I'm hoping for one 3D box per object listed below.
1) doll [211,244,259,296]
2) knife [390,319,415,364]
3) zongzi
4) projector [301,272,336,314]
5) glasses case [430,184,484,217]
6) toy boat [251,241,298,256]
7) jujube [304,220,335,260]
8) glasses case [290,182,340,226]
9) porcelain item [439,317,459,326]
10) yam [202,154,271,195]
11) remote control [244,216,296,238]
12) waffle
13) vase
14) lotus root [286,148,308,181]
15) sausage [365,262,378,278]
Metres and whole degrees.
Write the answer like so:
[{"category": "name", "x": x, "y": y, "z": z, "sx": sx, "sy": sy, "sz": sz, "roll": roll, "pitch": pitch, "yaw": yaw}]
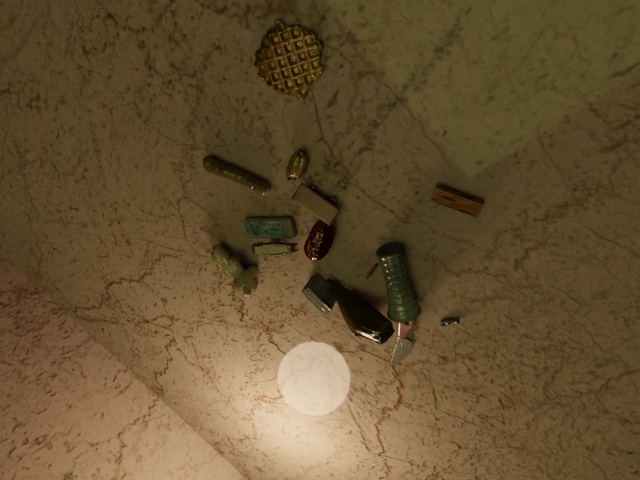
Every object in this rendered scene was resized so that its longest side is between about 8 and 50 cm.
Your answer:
[{"category": "doll", "x": -0.386, "y": 0.129, "z": 2.223, "sx": 0.149, "sy": 0.175, "sz": 0.278, "roll": -44, "pitch": 89, "yaw": 1}, {"category": "knife", "x": 0.365, "y": 0.442, "z": 2.137, "sx": 0.081, "sy": 0.043, "sz": 0.336, "roll": 11, "pitch": 132, "yaw": 10}, {"category": "zongzi", "x": 0.158, "y": 0.280, "z": 2.008, "sx": 0.289, "sy": 0.123, "sz": 0.260, "roll": 59, "pitch": 159, "yaw": -14}, {"category": "projector", "x": -0.001, "y": 0.231, "z": 2.102, "sx": 0.147, "sy": 0.115, "sz": 0.061, "roll": 46, "pitch": 130, "yaw": -10}, {"category": "glasses case", "x": 0.475, "y": -0.141, "z": 1.685, "sx": 0.170, "sy": 0.041, "sz": 0.065, "roll": 21, "pitch": 139, "yaw": 10}, {"category": "toy boat", "x": -0.197, "y": 0.034, "z": 2.088, "sx": 0.206, "sy": 0.072, "sz": 0.064, "roll": -1, "pitch": 106, "yaw": 13}, {"category": "jujube", "x": 0.000, "y": 0.000, "z": 1.947, "sx": 0.109, "sy": 0.112, "sz": 0.176, "roll": 14, "pitch": 123, "yaw": -17}, {"category": "glasses case", "x": -0.008, "y": -0.153, "z": 1.891, "sx": 0.193, "sy": 0.070, "sz": 0.102, "roll": 35, "pitch": 101, "yaw": 2}, {"category": "porcelain item", "x": 0.526, "y": 0.335, "z": 1.986, "sx": 0.083, "sy": 0.028, "sz": 0.036, "roll": -19, "pitch": 115, "yaw": 34}, {"category": "yam", "x": -0.335, "y": -0.261, "z": 1.960, "sx": 0.299, "sy": 0.066, "sz": 0.066, "roll": 24, "pitch": 128, "yaw": 9}, {"category": "remote control", "x": -0.214, "y": -0.054, "z": 2.059, "sx": 0.233, "sy": 0.038, "sz": 0.098, "roll": 2, "pitch": 121, "yaw": 25}, {"category": "waffle", "x": -0.103, "y": -0.608, "z": 1.635, "sx": 0.243, "sy": 0.059, "sz": 0.238, "roll": 30, "pitch": 126, "yaw": 1}, {"category": "vase", "x": 0.301, "y": 0.162, "z": 1.909, "sx": 0.143, "sy": 0.143, "sz": 0.299, "roll": -4, "pitch": 116, "yaw": 27}, {"category": "lotus root", "x": -0.088, "y": -0.281, "z": 1.834, "sx": 0.073, "sy": 0.062, "sz": 0.150, "roll": 15, "pitch": 131, "yaw": -13}, {"category": "sausage", "x": 0.212, "y": 0.127, "z": 1.998, "sx": 0.015, "sy": 0.015, "sz": 0.100, "roll": 33, "pitch": 129, "yaw": 1}]
